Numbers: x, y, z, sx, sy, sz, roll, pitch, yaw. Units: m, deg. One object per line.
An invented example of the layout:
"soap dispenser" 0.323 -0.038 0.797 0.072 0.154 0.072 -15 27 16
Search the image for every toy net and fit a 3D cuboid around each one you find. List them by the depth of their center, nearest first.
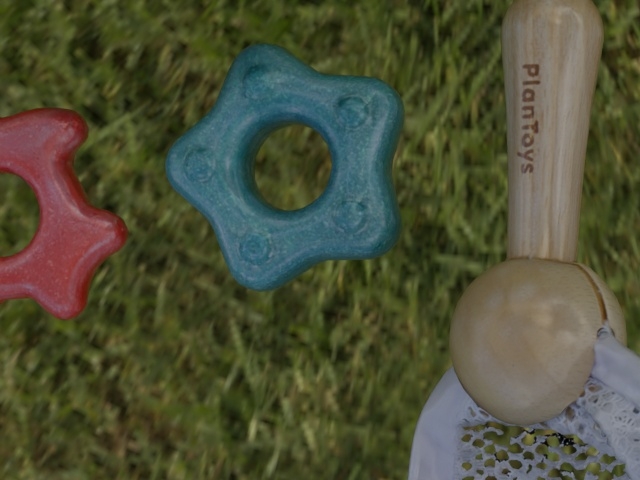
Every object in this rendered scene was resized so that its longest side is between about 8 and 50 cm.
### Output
"toy net" 0.000 0.000 0.317 0.122 0.045 0.232 -40 81 8
